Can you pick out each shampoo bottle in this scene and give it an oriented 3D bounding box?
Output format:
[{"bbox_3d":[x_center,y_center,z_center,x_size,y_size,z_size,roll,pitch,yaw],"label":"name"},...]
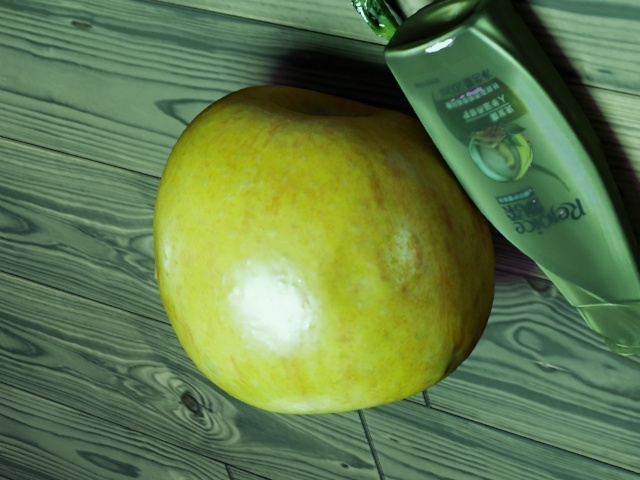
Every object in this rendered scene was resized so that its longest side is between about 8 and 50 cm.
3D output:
[{"bbox_3d":[0.188,-0.049,1.611,0.125,0.084,0.350,-14,121,38],"label":"shampoo bottle"}]

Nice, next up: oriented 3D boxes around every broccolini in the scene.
[{"bbox_3d":[0.083,-0.168,1.634,0.057,0.071,0.254,-37,113,15],"label":"broccolini"}]

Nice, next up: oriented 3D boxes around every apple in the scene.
[{"bbox_3d":[0.000,0.000,1.686,0.299,0.299,0.275,6,107,42],"label":"apple"}]
